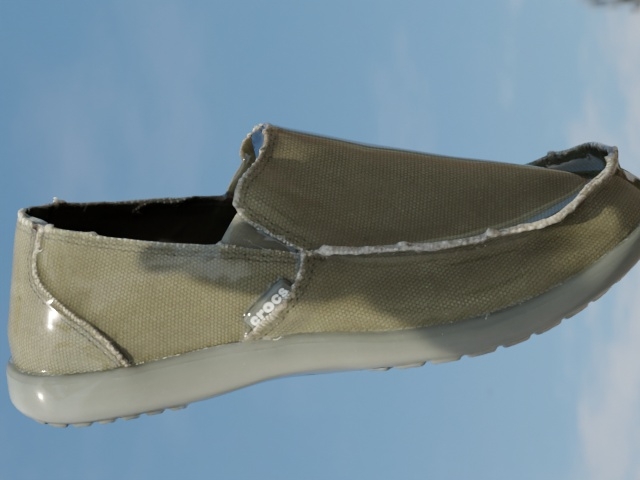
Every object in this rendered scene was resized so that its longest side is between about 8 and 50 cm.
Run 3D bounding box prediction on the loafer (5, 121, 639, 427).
[{"bbox_3d":[0.000,0.000,0.652,0.094,0.251,0.087,-109,6,-76],"label":"loafer"}]
